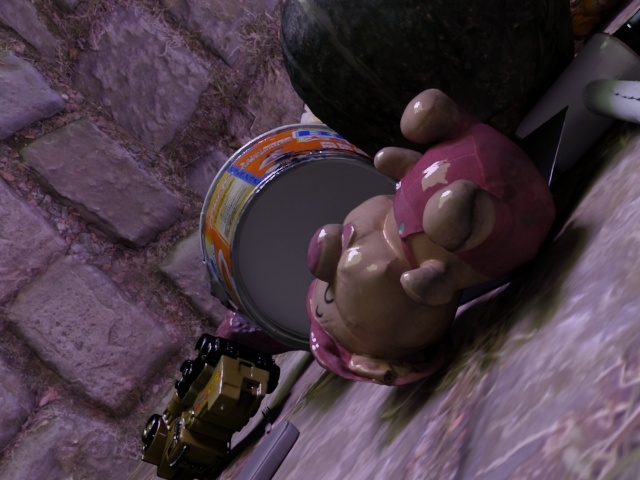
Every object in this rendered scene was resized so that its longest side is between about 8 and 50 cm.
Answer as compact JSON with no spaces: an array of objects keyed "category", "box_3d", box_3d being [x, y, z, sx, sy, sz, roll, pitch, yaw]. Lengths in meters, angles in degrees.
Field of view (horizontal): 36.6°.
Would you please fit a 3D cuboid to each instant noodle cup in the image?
[{"category":"instant noodle cup","box_3d":[0.000,0.000,1.170,0.296,0.296,0.214,-48,11,0]}]

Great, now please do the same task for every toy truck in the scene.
[{"category":"toy truck","box_3d":[-0.165,0.262,1.403,0.257,0.127,0.127,-53,23,33]}]

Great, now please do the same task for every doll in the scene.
[{"category":"doll","box_3d":[0.073,0.017,0.809,0.256,0.152,0.196,-56,-6,38]}]

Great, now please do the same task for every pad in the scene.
[{"category":"pad","box_3d":[0.158,-0.016,0.936,0.245,0.006,0.170,137,154,-65]}]

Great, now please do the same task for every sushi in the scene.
[{"category":"sushi","box_3d":[-0.058,0.118,1.496,0.107,0.161,0.241,-53,8,38]}]

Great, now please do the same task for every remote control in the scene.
[{"category":"remote control","box_3d":[-0.092,0.285,1.048,0.077,0.022,0.245,-43,6,42]}]

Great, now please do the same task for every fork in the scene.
[{"category":"fork","box_3d":[-0.073,0.252,1.350,0.016,0.012,0.115,-52,8,0]}]

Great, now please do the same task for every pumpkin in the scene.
[{"category":"pumpkin","box_3d":[0.123,-0.211,1.016,0.291,0.257,0.328,-41,-18,24]}]

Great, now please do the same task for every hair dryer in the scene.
[{"category":"hair dryer","box_3d":[0.263,-0.115,0.867,0.131,0.073,0.236,-49,12,6]}]

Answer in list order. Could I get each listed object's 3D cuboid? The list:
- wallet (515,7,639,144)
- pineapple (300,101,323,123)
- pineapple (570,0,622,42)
[{"category":"wallet","box_3d":[0.307,-0.184,1.122,0.172,0.045,0.318,-48,-1,-34]},{"category":"pineapple","box_3d":[0.141,-0.104,1.666,0.344,0.286,0.209,40,120,51]},{"category":"pineapple","box_3d":[0.424,-0.387,1.592,0.334,0.158,0.161,128,144,-67]}]
